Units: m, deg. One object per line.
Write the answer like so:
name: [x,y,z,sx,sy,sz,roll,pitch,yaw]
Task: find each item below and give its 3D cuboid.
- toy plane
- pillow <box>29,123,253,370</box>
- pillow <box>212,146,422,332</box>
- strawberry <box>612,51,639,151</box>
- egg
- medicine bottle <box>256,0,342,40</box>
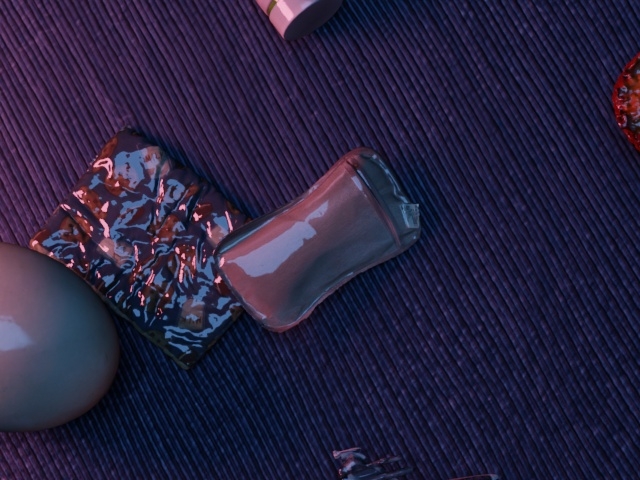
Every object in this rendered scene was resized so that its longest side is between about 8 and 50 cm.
toy plane: [0.079,0.289,1.708,0.234,0.082,0.160,-11,105,5]
pillow: [-0.185,0.006,1.817,0.255,0.034,0.189,37,84,13]
pillow: [0.000,0.000,1.777,0.233,0.038,0.130,-35,93,-10]
strawberry: [0.391,-0.150,1.750,0.145,0.086,0.145,-1,79,5]
egg: [-0.354,0.103,1.730,0.283,0.203,0.203,14,81,14]
medicine bottle: [-0.059,-0.327,1.835,0.086,0.086,0.183,-35,77,-1]
